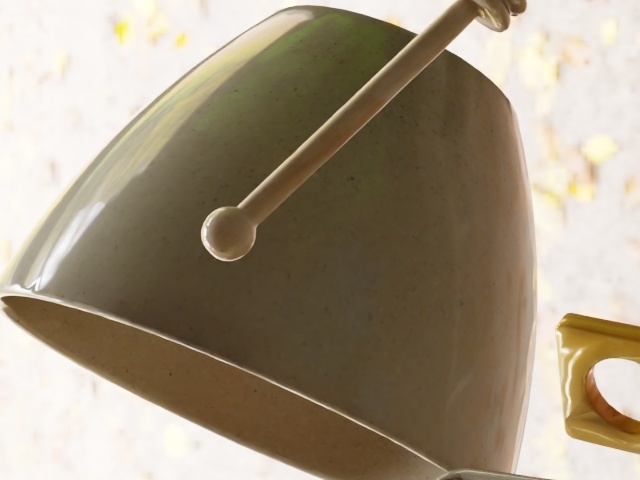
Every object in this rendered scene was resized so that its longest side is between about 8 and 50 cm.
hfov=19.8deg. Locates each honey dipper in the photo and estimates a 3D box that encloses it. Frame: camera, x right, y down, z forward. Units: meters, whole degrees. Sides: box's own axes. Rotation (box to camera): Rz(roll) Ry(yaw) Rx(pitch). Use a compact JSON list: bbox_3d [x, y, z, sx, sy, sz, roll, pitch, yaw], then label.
[{"bbox_3d":[0.020,-0.052,0.618,0.161,0.030,0.030,-42,44,-7],"label":"honey dipper"}]

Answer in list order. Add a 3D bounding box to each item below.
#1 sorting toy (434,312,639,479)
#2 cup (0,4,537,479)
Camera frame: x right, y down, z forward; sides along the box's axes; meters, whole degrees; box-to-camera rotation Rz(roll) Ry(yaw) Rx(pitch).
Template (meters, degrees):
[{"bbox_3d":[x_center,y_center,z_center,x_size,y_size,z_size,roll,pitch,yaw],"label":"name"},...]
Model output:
[{"bbox_3d":[0.147,0.190,0.824,0.196,0.047,0.347,-1,120,37],"label":"sorting toy"},{"bbox_3d":[0.000,0.000,1.116,0.331,0.331,0.237,4,65,55],"label":"cup"}]
